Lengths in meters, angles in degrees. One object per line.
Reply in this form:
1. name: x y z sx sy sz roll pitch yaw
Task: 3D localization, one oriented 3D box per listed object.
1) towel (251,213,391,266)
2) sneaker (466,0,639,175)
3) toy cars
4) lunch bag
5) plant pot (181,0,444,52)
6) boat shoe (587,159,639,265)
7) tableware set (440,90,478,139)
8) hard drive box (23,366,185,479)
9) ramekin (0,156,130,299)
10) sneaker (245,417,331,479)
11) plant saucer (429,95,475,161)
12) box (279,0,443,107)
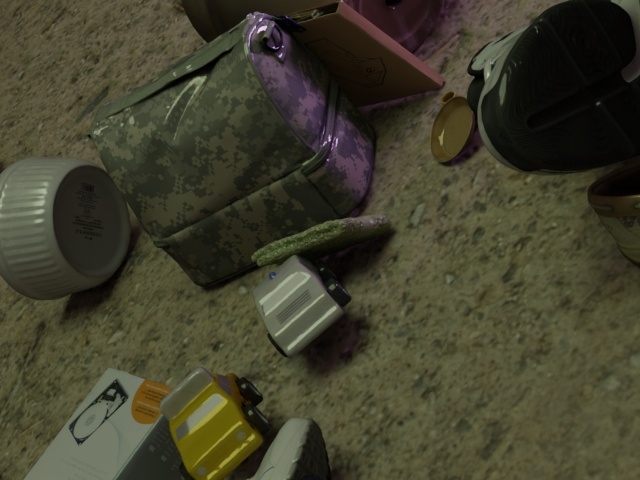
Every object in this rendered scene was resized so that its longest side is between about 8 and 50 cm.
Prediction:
1. towel: 0.000 0.000 1.845 0.148 0.110 0.027 -21 81 38
2. sneaker: 0.238 -0.146 1.628 0.257 0.169 0.447 -30 5 42
3. toy cars: -0.078 0.121 1.709 0.176 0.087 0.393 -29 19 42
4. lunch bag: -0.111 -0.126 1.973 0.305 0.256 0.212 -25 35 29
5. plant pot: 0.010 -0.367 2.133 0.280 0.323 0.323 30 75 41
6. boat shoe: 0.390 -0.066 1.459 0.285 0.089 0.104 -28 33 26
7. tableware set: 0.212 -0.185 1.892 0.154 0.024 0.104 -21 36 35
8. hard drive box: -0.243 0.274 1.791 0.181 0.089 0.232 8 57 55
9. ramekin: -0.362 -0.021 2.204 0.109 0.207 0.207 -7 45 34
10. sneaker: -0.084 0.293 1.522 0.129 0.111 0.297 9 54 29
11. plant saucer: 0.161 -0.132 1.870 0.083 0.015 0.083 -34 48 48
12. box: 0.034 -0.235 1.993 0.164 0.201 0.021 -7 60 46
